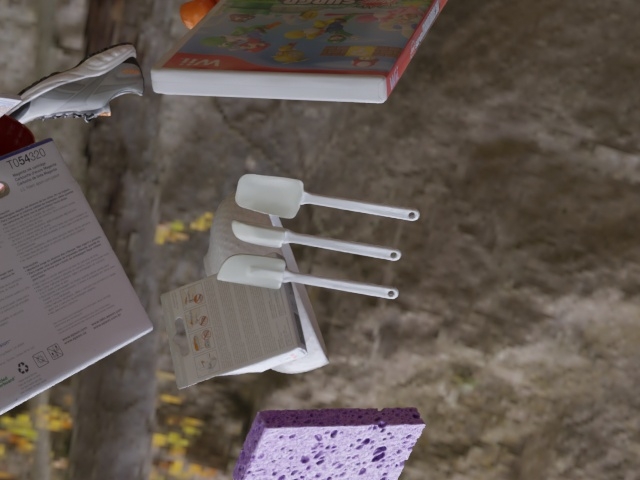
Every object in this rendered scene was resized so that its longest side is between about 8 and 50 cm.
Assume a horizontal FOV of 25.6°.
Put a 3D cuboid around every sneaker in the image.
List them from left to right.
[{"bbox_3d":[-0.426,-0.242,2.405,0.271,0.108,0.100,-26,-172,-8],"label":"sneaker"}]

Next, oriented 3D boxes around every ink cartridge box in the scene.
[{"bbox_3d":[-0.440,0.052,2.015,0.324,0.071,0.330,-28,-90,-45],"label":"ink cartridge box"},{"bbox_3d":[-0.117,0.113,1.892,0.045,0.179,0.145,38,-145,-61],"label":"ink cartridge box"}]

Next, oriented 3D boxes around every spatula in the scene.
[{"bbox_3d":[0.000,0.000,1.810,0.242,0.168,0.019,9,-153,-10],"label":"spatula"}]

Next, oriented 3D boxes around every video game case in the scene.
[{"bbox_3d":[-0.507,-0.179,2.062,0.011,0.122,0.087,61,-161,11],"label":"video game case"},{"bbox_3d":[-0.005,-0.193,1.257,0.204,0.025,0.285,4,-150,17],"label":"video game case"}]

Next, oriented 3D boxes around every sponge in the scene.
[{"bbox_3d":[0.009,0.245,1.648,0.210,0.117,0.031,2,-139,-27],"label":"sponge"}]

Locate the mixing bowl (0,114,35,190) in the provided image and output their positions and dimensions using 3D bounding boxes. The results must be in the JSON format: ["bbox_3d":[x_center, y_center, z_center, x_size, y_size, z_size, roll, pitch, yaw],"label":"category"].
[{"bbox_3d":[-0.557,-0.133,2.260,0.181,0.098,0.181,15,-152,-8],"label":"mixing bowl"}]

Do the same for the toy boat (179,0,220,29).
[{"bbox_3d":[-0.145,-0.368,2.170,0.151,0.151,0.231,-17,-113,-7],"label":"toy boat"}]

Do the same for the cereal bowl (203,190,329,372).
[{"bbox_3d":[-0.105,0.078,2.396,0.141,0.339,0.339,-22,-155,1],"label":"cereal bowl"}]
